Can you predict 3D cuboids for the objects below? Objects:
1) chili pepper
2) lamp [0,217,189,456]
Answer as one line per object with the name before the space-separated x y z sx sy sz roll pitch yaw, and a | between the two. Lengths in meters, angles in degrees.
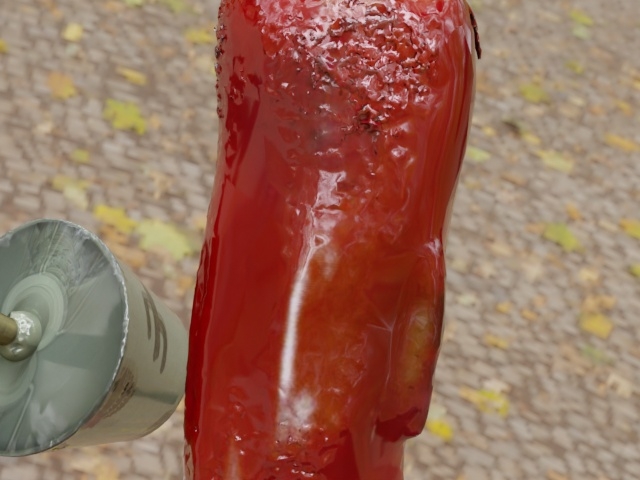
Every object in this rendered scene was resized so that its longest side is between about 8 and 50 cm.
chili pepper | 0.000 0.000 0.620 0.110 0.387 0.110 8 3 0
lamp | -0.152 0.041 0.737 0.121 0.121 0.215 42 5 33
